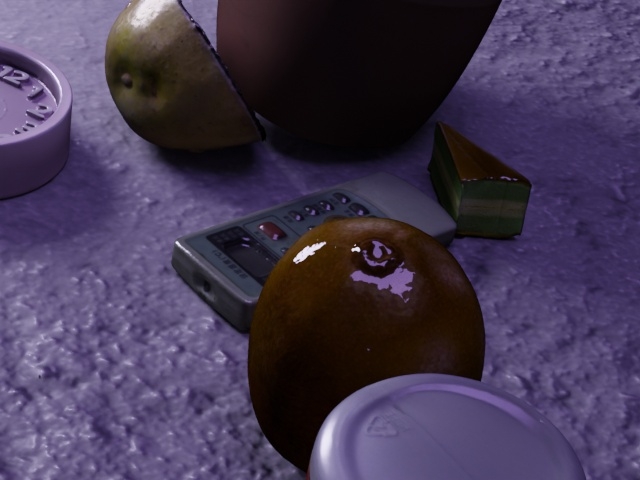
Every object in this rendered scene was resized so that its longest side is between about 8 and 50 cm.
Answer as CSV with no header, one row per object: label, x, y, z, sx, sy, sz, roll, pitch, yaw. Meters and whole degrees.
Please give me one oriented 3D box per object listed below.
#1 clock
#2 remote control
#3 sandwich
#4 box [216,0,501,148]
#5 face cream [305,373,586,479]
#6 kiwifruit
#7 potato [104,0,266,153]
clock,-0.347,-0.124,1.678,0.197,0.068,0.197,7,37,-5
remote control,0.000,0.000,1.632,0.285,0.038,0.123,-20,47,-35
sandwich,0.162,-0.065,1.730,0.074,0.074,0.116,0,38,-12
box,0.026,-0.250,1.792,0.301,0.216,0.301,16,33,-11
face cream,0.080,0.226,1.236,0.201,0.187,0.201,7,37,-6
kiwifruit,0.036,0.086,1.369,0.196,0.234,0.196,1,44,-1
potato,-0.154,-0.158,1.729,0.117,0.182,0.202,-32,82,-7
